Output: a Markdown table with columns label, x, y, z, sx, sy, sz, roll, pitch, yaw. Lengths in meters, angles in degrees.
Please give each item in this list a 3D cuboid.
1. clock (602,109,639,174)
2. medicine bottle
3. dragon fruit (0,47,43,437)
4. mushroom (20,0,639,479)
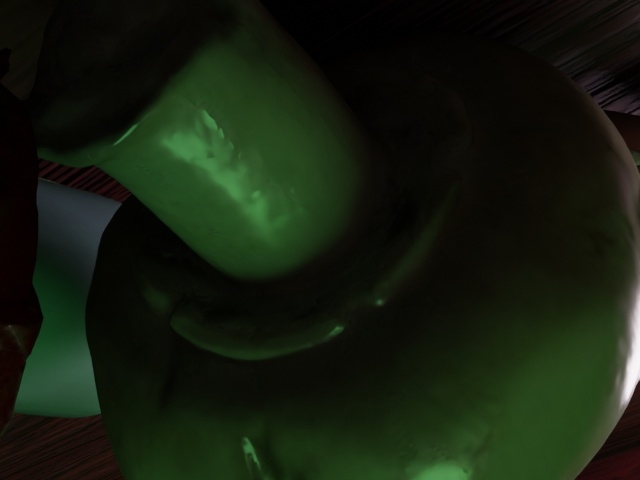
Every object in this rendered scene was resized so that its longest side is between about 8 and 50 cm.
| label | x | y | z | sx | sy | sz | roll | pitch | yaw |
| --- | --- | --- | --- | --- | --- | --- | --- | --- | --- |
| clock | 0.202 | -0.037 | 1.072 | 0.162 | 0.092 | 0.166 | 17 | 165 | 17 |
| medicine bottle | -0.169 | 0.034 | 0.981 | 0.139 | 0.139 | 0.225 | -21 | 162 | 25 |
| dragon fruit | -0.259 | -0.004 | 0.624 | 0.291 | 0.250 | 0.269 | 12 | 149 | -24 |
| mushroom | 0.000 | 0.000 | 0.817 | 0.314 | 0.314 | 0.336 | -19 | 141 | 21 |
